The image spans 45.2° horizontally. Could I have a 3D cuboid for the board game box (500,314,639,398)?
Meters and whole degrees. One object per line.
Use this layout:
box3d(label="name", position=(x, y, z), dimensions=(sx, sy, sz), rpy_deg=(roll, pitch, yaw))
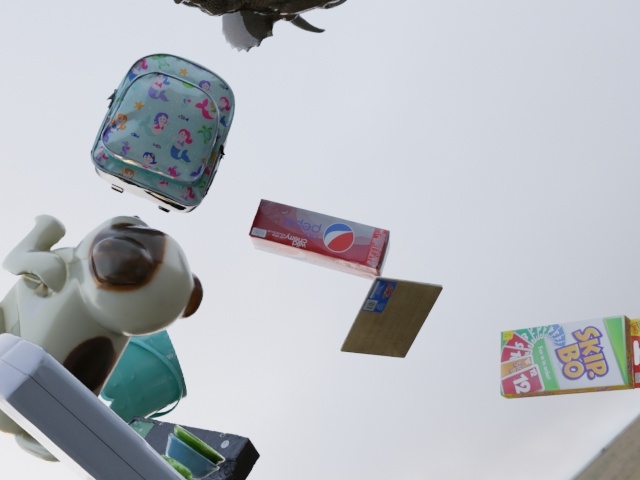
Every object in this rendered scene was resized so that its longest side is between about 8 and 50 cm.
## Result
box3d(label="board game box", position=(0.439, 0.207, 1.355), dimensions=(0.259, 0.124, 0.039), rpy_deg=(-13, -31, 37))

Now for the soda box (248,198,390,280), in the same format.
box3d(label="soda box", position=(0.000, 0.000, 1.497), dimensions=(0.092, 0.263, 0.083), rpy_deg=(75, -149, -70))

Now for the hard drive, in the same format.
box3d(label="hard drive", position=(-0.307, 0.462, 1.472), dimensions=(0.237, 0.339, 0.064), rpy_deg=(-53, -51, -40))

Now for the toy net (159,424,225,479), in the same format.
box3d(label="toy net", position=(-0.073, 0.284, 0.830), dimensions=(0.045, 0.232, 0.122), rpy_deg=(-54, 3, -17))

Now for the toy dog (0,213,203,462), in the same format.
box3d(label="toy dog", position=(-0.407, 0.121, 1.298), dimensions=(0.408, 0.395, 0.284), rpy_deg=(-38, -44, 8))

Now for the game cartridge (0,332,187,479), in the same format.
box3d(label="game cartridge", position=(-0.243, 0.171, 0.725), dimensions=(0.062, 0.198, 0.297), rpy_deg=(-45, 14, -26))

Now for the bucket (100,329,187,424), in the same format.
box3d(label="bucket", position=(-0.445, 0.299, 1.828), dimensions=(0.183, 0.281, 0.281), rpy_deg=(-21, -31, -20))

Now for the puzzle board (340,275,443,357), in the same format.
box3d(label="puzzle board", position=(0.090, 0.100, 0.993), dimensions=(0.096, 0.011, 0.128), rpy_deg=(9, -57, -21))

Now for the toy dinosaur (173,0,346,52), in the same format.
box3d(label="toy dinosaur", position=(-0.123, -0.245, 0.594), dimensions=(0.121, 0.313, 0.160), rpy_deg=(-57, 13, -3))

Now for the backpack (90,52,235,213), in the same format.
box3d(label="backpack", position=(-0.271, -0.202, 1.370), dimensions=(0.191, 0.225, 0.253), rpy_deg=(140, 152, -71))
